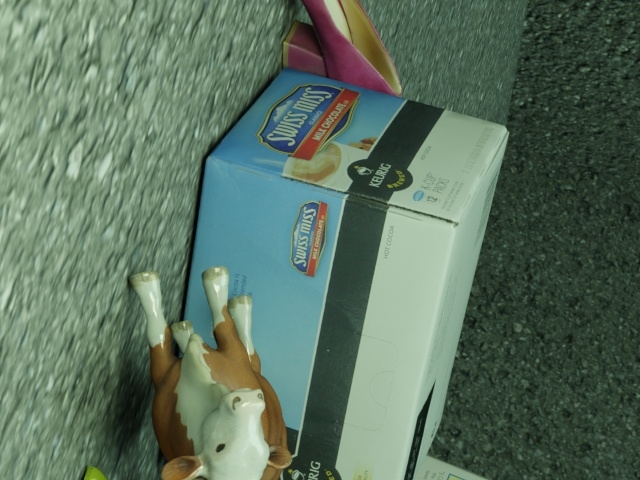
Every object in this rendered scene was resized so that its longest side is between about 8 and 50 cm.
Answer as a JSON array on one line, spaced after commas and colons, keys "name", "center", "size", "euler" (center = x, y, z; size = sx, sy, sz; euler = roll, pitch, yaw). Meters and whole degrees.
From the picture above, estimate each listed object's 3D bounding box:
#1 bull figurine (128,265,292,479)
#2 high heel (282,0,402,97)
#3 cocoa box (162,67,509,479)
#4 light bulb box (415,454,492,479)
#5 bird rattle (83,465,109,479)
[{"name": "bull figurine", "center": [-0.083, 0.125, 1.379], "size": [0.310, 0.101, 0.188], "euler": [88, -10, -74]}, {"name": "high heel", "center": [0.027, -0.222, 1.586], "size": [0.244, 0.117, 0.082], "euler": [96, 14, -47]}, {"name": "cocoa box", "center": [0.011, 0.056, 1.608], "size": [0.231, 0.228, 0.347], "euler": [-56, 159, -59]}, {"name": "light bulb box", "center": [0.057, 0.421, 1.826], "size": [0.225, 0.361, 0.358], "euler": [101, 13, -52]}, {"name": "bird rattle", "center": [-0.159, 0.284, 1.451], "size": [0.207, 0.143, 0.253], "euler": [-54, 173, -11]}]
